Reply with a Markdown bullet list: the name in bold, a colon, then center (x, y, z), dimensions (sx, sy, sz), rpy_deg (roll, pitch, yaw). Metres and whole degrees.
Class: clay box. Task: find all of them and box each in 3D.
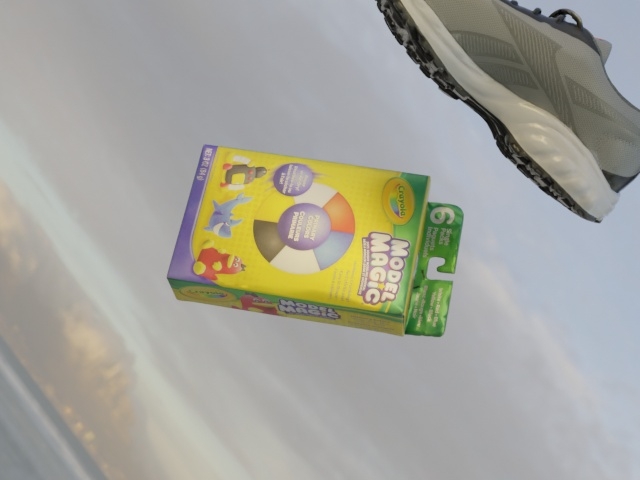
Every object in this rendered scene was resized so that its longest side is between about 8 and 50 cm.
- **clay box**: center (0.000, 0.000, 0.896), dimensions (0.222, 0.127, 0.053), rpy_deg (8, -25, 9)

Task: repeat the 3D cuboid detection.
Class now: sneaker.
- **sneaker**: center (0.136, -0.137, 0.798), dimensions (0.271, 0.108, 0.100), rpy_deg (43, 5, -8)
